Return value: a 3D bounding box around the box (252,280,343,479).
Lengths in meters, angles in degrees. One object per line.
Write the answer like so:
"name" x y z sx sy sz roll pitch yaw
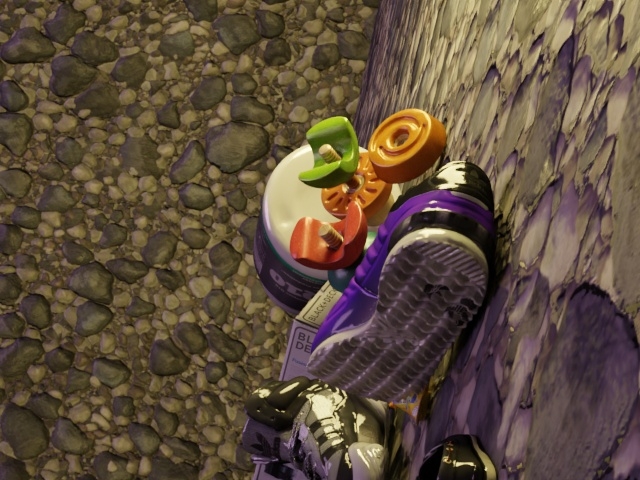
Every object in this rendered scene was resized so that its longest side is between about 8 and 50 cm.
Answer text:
"box" 0.002 0.203 1.382 0.169 0.087 0.290 -45 -27 -61

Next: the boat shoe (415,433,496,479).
"boat shoe" 0.090 0.161 0.734 0.133 0.042 0.049 141 140 -88

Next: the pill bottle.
"pill bottle" 0.000 0.000 1.606 0.361 0.204 0.204 112 171 -74

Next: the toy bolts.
"toy bolts" 0.080 -0.032 1.308 0.158 0.218 0.229 45 -134 -40

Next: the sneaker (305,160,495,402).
"sneaker" 0.080 0.035 0.931 0.293 0.102 0.146 125 166 -53

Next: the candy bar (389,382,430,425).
"candy bar" 0.088 0.154 1.020 0.161 0.018 0.040 140 143 -84

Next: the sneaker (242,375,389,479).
"sneaker" -0.008 0.227 1.068 0.269 0.153 0.101 -78 -13 -62
